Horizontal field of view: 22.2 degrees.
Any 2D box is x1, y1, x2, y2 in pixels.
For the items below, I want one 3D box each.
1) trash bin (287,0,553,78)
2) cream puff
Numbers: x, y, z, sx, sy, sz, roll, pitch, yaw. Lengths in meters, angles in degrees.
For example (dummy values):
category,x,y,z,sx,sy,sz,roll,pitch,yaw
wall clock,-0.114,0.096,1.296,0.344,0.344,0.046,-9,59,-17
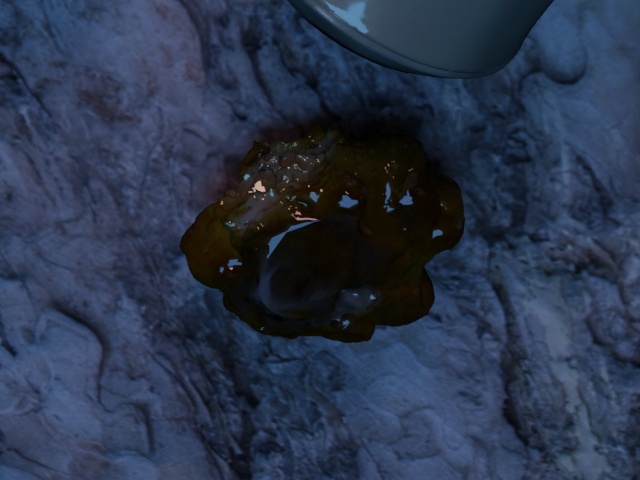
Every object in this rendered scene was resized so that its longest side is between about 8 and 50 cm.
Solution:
category,x,y,z,sx,sy,sz,roll,pitch,yaw
trash bin,0.127,-0.324,1.209,0.280,0.280,0.432,28,130,-18
cream puff,0.000,0.000,1.556,0.269,0.155,0.241,2,128,-2
